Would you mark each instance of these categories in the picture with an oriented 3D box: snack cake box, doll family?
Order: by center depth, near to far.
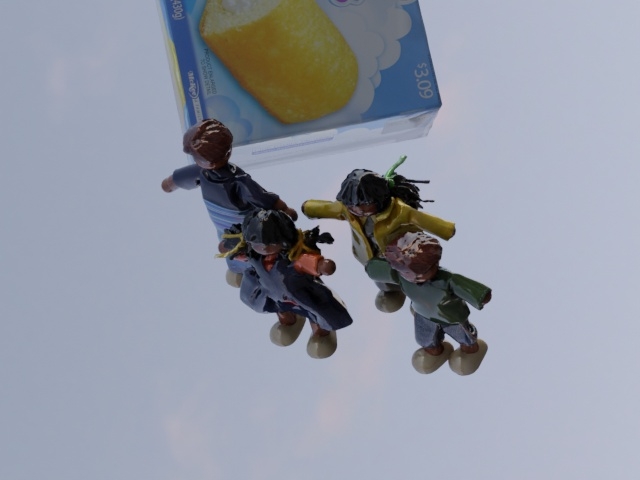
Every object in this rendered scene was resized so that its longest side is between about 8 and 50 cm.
[{"bbox_3d":[0.000,0.000,0.973,0.111,0.193,0.076,65,-144,-49],"label":"doll family"},{"bbox_3d":[-0.030,-0.182,1.190,0.089,0.152,0.264,110,148,-80],"label":"snack cake box"}]
